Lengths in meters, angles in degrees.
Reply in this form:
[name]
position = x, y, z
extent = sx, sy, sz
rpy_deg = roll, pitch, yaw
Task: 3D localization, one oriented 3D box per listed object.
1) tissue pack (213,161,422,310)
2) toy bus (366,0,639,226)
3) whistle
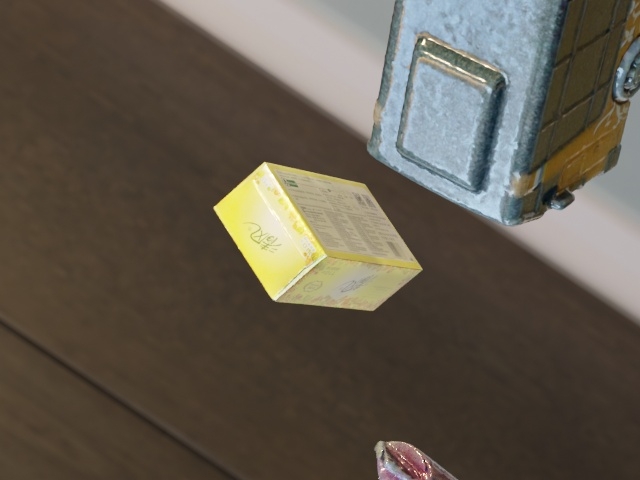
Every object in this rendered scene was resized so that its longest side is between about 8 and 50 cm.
[tissue pack]
position = 0.000, 0.000, 1.492
extent = 0.062, 0.095, 0.176
rpy_deg = -41, -20, 20
[toy bus]
position = 0.134, -0.156, 1.188
extent = 0.167, 0.138, 0.275
rpy_deg = -34, -36, -43
[whistle]
position = 0.102, 0.176, 1.097
extent = 0.033, 0.176, 0.033
rpy_deg = -50, 9, 10
